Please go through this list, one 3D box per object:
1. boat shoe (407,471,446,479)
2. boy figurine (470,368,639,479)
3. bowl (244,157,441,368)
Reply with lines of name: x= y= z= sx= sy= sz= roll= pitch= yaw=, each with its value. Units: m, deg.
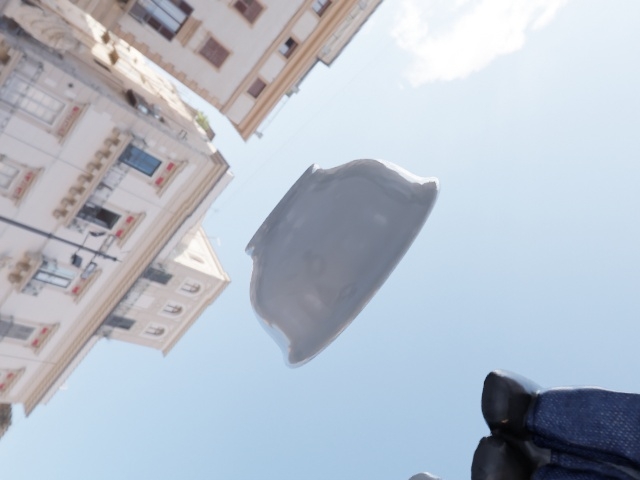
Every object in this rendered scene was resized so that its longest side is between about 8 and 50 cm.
boat shoe: x=0.115 y=0.245 z=0.383 sx=0.066 sy=0.184 sz=0.063 roll=-33 pitch=-143 yaw=14
boy figurine: x=0.218 y=0.132 z=0.224 sx=0.285 sy=0.092 sz=0.177 roll=-15 pitch=-131 yaw=55
bowl: x=0.000 y=0.000 z=0.577 sx=0.298 sy=0.134 sz=0.298 roll=-52 pitch=-176 yaw=5
